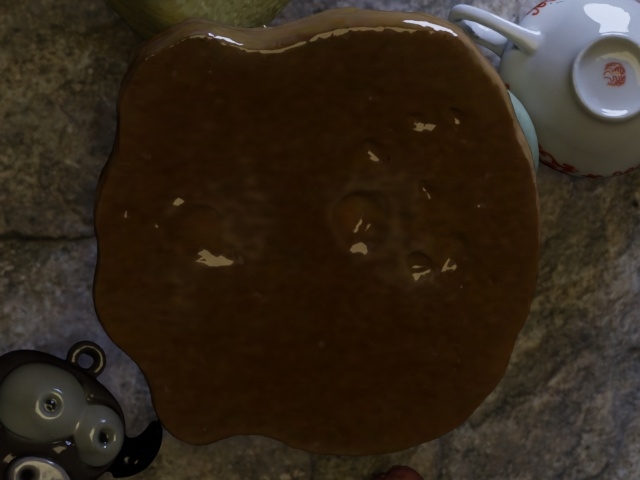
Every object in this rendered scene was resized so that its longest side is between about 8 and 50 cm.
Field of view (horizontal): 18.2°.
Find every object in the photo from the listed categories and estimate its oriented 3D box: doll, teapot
[{"bbox_3d":[-0.242,0.193,1.574,0.182,0.117,0.257,33,84,-16],"label":"doll"},{"bbox_3d":[0.220,-0.139,1.691,0.245,0.116,0.159,33,94,-4],"label":"teapot"}]

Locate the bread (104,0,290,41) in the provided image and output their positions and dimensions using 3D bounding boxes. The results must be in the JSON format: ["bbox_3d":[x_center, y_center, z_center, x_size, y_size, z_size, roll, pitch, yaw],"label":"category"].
[{"bbox_3d":[-0.104,-0.297,1.629,0.236,0.198,0.263,37,79,24],"label":"bread"}]

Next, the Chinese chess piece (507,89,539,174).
[{"bbox_3d":[0.108,-0.070,1.652,0.144,0.058,0.144,4,111,11],"label":"Chinese chess piece"}]

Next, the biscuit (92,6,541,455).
[{"bbox_3d":[0.000,-0.001,1.598,0.365,0.062,0.385,-2,115,-8],"label":"biscuit"}]

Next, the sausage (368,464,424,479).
[{"bbox_3d":[0.084,0.262,1.673,0.062,0.062,0.154,-27,95,-11],"label":"sausage"}]
